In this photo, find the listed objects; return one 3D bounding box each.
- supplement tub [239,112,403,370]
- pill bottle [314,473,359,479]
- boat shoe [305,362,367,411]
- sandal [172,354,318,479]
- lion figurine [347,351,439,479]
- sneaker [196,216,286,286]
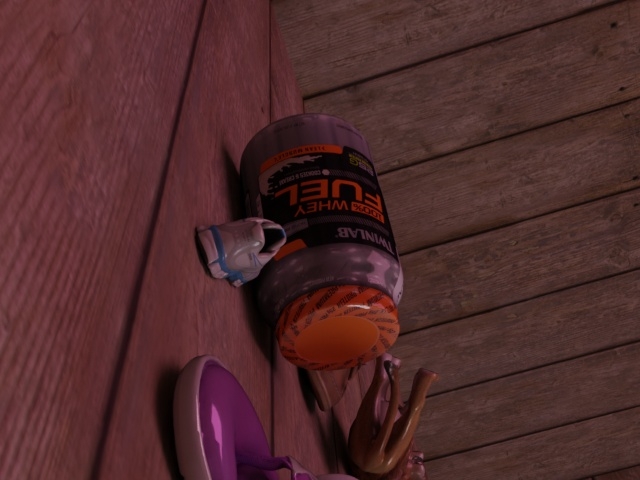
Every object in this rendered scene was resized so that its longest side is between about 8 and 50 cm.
[{"bbox_3d":[0.000,0.000,1.156,0.194,0.193,0.316,66,9,-52],"label":"supplement tub"},{"bbox_3d":[0.016,0.337,0.917,0.087,0.087,0.160,67,10,-51],"label":"pill bottle"},{"bbox_3d":[0.026,0.172,1.394,0.302,0.098,0.109,-83,156,-75],"label":"boat shoe"},{"bbox_3d":[-0.014,0.270,0.743,0.169,0.102,0.417,-91,164,-69],"label":"sandal"},{"bbox_3d":[0.100,0.307,1.399,0.240,0.142,0.392,-67,161,-6],"label":"lion figurine"},{"bbox_3d":[-0.075,0.009,0.979,0.190,0.082,0.071,12,60,-85],"label":"sneaker"}]
